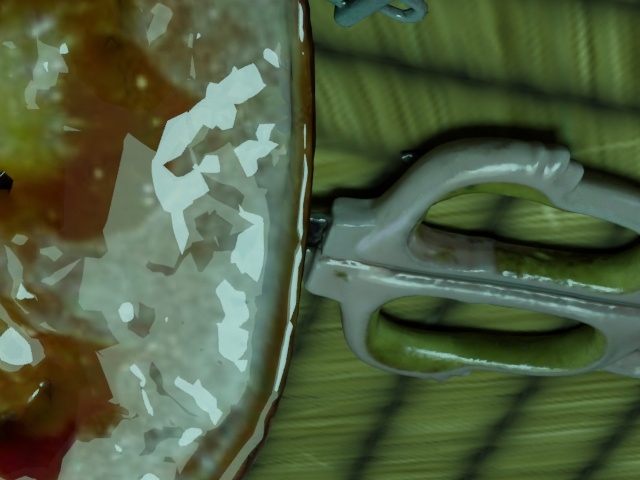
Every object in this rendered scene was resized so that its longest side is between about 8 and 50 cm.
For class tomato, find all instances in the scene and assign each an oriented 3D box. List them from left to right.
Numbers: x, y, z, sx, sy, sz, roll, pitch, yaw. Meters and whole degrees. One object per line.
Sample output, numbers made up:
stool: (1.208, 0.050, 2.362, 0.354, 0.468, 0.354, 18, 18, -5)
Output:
tomato: (-0.150, -0.044, 0.560, 0.338, 0.143, 0.338, 3, 110, 8)

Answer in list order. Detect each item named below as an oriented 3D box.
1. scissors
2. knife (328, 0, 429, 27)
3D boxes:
scissors: (0.000, 0.000, 0.747, 0.318, 0.024, 0.160, 10, 144, -10)
knife: (0.059, -0.143, 0.536, 0.123, 0.053, 0.278, 22, 140, -32)
